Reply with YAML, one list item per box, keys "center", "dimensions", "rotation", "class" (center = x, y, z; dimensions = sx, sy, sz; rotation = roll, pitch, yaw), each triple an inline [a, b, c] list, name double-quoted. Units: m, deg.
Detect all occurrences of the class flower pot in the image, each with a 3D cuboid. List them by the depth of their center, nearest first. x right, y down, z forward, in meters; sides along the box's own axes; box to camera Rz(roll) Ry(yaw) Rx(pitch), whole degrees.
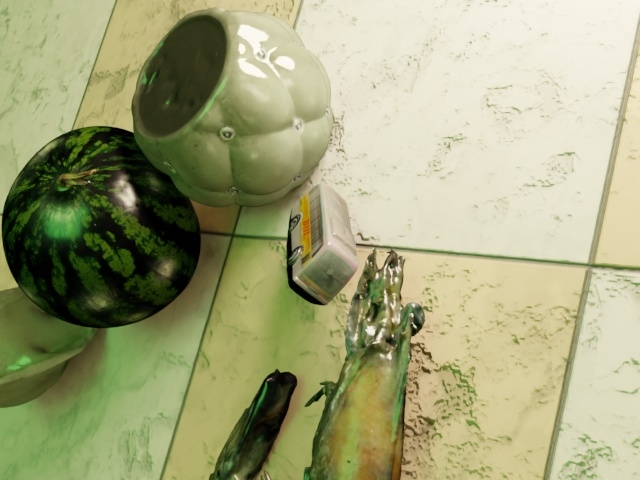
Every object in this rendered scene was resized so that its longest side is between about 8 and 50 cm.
- center: [-0.102, -0.160, 1.041]
  dimensions: [0.246, 0.195, 0.246]
  rotation: [-17, 62, 36]
  class: "flower pot"

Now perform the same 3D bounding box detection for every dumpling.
- center: [-0.438, 0.126, 1.256]
  dimensions: [0.226, 0.175, 0.243]
  rotation: [-33, 61, -11]
  class: "dumpling"

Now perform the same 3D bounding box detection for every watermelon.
- center: [-0.285, -0.016, 1.109]
  dimensions: [0.268, 0.269, 0.269]
  rotation: [-18, 60, 35]
  class: "watermelon"

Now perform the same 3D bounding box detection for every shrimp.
- center: [-0.010, 0.216, 0.882]
  dimensions: [0.272, 0.085, 0.445]
  rotation: [13, 83, 50]
  class: "shrimp"

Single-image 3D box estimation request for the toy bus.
- center: [0.000, 0.000, 0.932]
  dimensions: [0.072, 0.057, 0.172]
  rotation: [-45, 21, 18]
  class: "toy bus"
